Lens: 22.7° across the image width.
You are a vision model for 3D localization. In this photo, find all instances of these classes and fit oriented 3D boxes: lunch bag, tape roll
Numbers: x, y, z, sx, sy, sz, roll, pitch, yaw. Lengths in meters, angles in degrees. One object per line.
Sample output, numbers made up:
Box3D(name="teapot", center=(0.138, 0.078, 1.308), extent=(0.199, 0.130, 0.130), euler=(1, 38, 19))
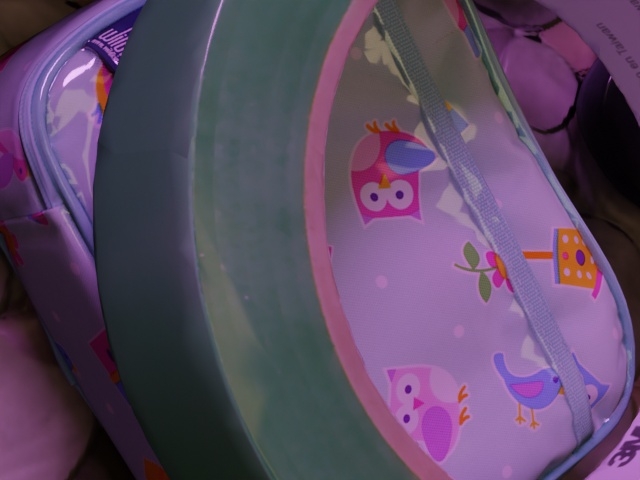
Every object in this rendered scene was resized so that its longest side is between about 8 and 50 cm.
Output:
Box3D(name="lunch bag", center=(0.000, 0.000, 0.661), extent=(0.224, 0.108, 0.279), euler=(-33, 102, -26))
Box3D(name="tape roll", center=(0.075, -0.004, 0.599), extent=(0.321, 0.077, 0.321), euler=(5, 81, -32))

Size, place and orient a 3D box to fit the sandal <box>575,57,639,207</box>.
Box3D(name="sandal", center=(0.240, -0.032, 0.811), extent=(0.255, 0.054, 0.097), euler=(28, 76, -22))
